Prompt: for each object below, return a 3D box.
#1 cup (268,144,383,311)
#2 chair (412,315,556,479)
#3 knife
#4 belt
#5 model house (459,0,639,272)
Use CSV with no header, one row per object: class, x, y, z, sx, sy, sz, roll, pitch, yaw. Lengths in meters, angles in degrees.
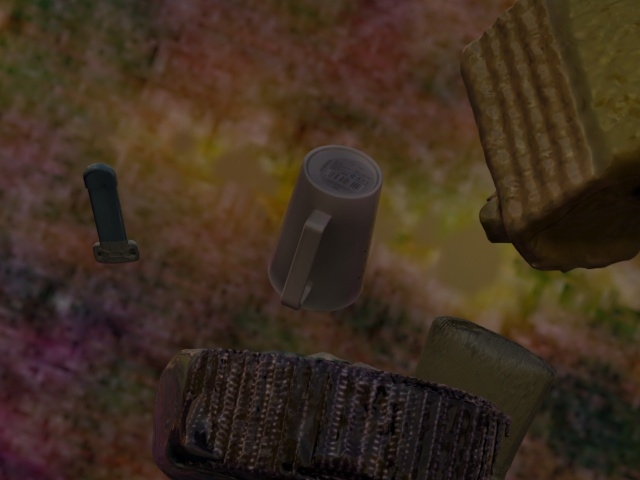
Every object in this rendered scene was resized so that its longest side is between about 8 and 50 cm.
cup,0.000,0.000,1.323,0.074,0.116,0.104,25,43,11
chair,0.102,0.253,1.840,0.160,0.319,0.186,27,17,28
knife,-0.121,-0.015,1.015,0.027,0.010,0.096,-3,-34,0
belt,0.002,0.152,1.371,0.260,0.122,0.325,11,-9,-10
model house,0.219,-0.101,1.375,0.234,0.193,0.175,-19,-28,10
